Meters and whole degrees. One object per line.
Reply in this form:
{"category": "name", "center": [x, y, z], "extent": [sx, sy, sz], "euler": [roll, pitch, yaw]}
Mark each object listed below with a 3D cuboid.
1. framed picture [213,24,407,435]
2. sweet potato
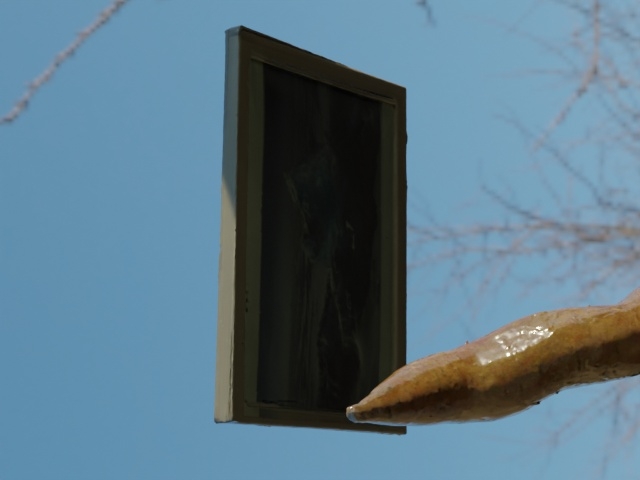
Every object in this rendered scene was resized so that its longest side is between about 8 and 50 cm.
{"category": "framed picture", "center": [0.000, 0.000, 1.893], "extent": [0.326, 0.028, 0.446], "euler": [11, -104, -50]}
{"category": "sweet potato", "center": [0.140, 0.080, 1.058], "extent": [0.281, 0.067, 0.059], "euler": [-18, -73, -16]}
